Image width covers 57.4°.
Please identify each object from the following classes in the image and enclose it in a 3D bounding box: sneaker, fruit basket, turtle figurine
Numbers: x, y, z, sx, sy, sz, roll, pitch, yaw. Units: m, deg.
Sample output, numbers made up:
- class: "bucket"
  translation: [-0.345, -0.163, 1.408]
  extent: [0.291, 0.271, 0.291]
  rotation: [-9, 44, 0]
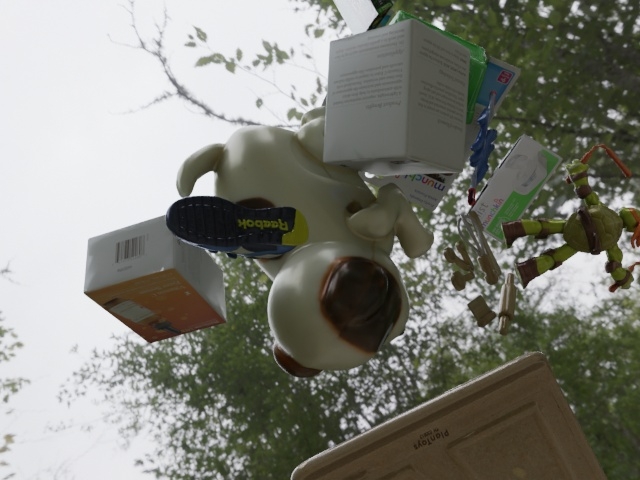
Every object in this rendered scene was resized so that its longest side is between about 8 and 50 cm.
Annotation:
- class: "sneaker"
  translation: [-0.085, -0.007, 0.580]
  extent: [0.144, 0.053, 0.059]
  rotation: [8, -23, -29]
- class: "fruit basket"
  translation: [0.166, -0.247, 1.172]
  extent: [0.326, 0.165, 0.353]
  rotation: [24, -59, -5]
- class: "turtle figurine"
  translation: [0.406, 0.002, 0.903]
  extent: [0.217, 0.270, 0.087]
  rotation: [-19, -2, 12]

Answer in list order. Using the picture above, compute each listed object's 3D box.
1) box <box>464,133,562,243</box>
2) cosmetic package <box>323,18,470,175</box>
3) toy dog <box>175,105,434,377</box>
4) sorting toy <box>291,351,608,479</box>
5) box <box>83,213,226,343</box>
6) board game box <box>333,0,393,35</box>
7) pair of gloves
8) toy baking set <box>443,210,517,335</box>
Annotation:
- class: "box"
  translation: [0.509, -0.136, 1.587]
  extent: [0.262, 0.126, 0.231]
  rotation: [-56, -9, 8]
- class: "cosmetic package"
  translation: [0.110, -0.193, 0.846]
  extent: [0.151, 0.151, 0.184]
  rotation: [3, -89, -47]
- class: "toy dog"
  translation: [0.000, 0.000, 0.911]
  extent: [0.395, 0.408, 0.284]
  rotation: [13, -46, -41]
- class: "sorting toy"
  translation: [0.105, 0.202, 0.377]
  extent: [0.193, 0.208, 0.038]
  rotation: [-23, -7, -10]
- class: "box"
  translation: [-0.224, 0.058, 0.818]
  extent: [0.130, 0.091, 0.170]
  rotation: [-17, -35, 8]
- class: "board game box"
  translation: [0.048, -0.385, 0.893]
  extent: [0.030, 0.260, 0.136]
  rotation: [-33, -80, 3]
- class: "pair of gloves"
  translation: [0.294, -0.167, 1.051]
  extent: [0.198, 0.023, 0.159]
  rotation: [73, -144, -55]
- class: "toy baking set"
  translation: [0.313, 0.051, 1.111]
  extent: [0.030, 0.256, 0.197]
  rotation: [-28, -71, 39]
